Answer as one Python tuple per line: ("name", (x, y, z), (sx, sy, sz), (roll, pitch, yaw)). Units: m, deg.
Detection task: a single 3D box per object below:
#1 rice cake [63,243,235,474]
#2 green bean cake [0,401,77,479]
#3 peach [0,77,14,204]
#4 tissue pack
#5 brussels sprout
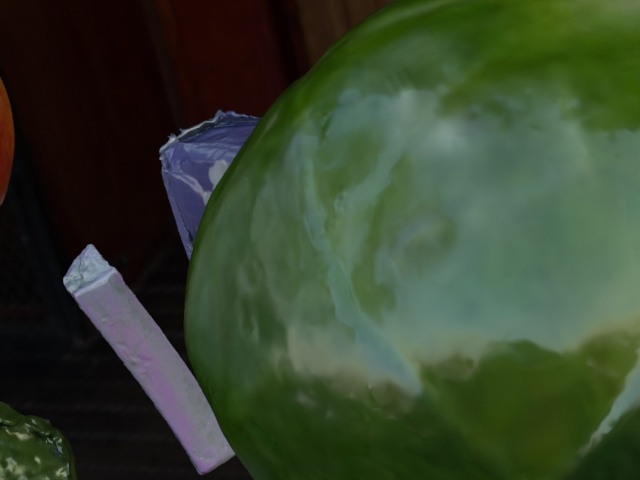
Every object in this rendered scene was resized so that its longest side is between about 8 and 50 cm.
("rice cake", (-0.207, 0.160, 1.888), (0.073, 0.365, 0.056), (-36, 29, -10))
("green bean cake", (-0.253, 0.188, 0.894), (0.113, 0.214, 0.200), (-21, 59, 44))
("peach", (-0.586, -0.127, 1.925), (0.388, 0.388, 0.388), (-10, 27, 5))
("tissue pack", (0.000, 0.000, 1.528), (0.125, 0.242, 0.344), (-32, 26, -34))
("brussels sprout", (0.126, 0.030, 0.679), (0.355, 0.289, 0.281), (11, 34, -37))
